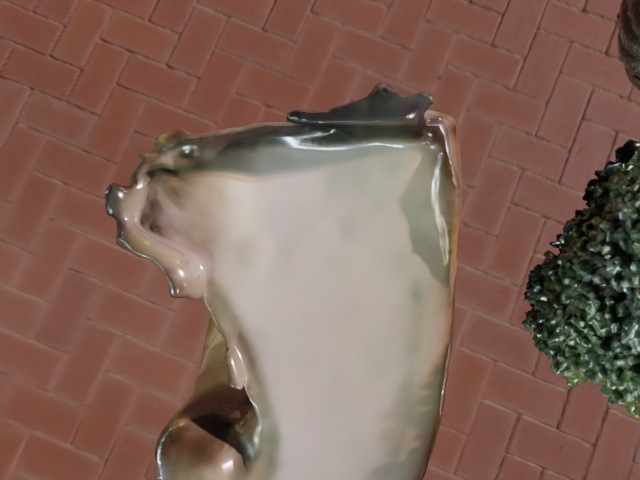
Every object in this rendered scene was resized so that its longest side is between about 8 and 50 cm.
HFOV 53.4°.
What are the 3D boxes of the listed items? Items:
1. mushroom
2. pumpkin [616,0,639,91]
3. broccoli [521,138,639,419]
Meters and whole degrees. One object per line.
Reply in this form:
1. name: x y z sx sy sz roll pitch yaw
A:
1. mushroom: 0.006 0.037 0.566 0.225 0.397 0.313 -4 100 7
2. pumpkin: 0.438 -0.232 0.692 0.221 0.220 0.161 30 71 4
3. broccoli: 0.283 0.079 0.449 0.252 0.361 0.221 -39 51 -25
